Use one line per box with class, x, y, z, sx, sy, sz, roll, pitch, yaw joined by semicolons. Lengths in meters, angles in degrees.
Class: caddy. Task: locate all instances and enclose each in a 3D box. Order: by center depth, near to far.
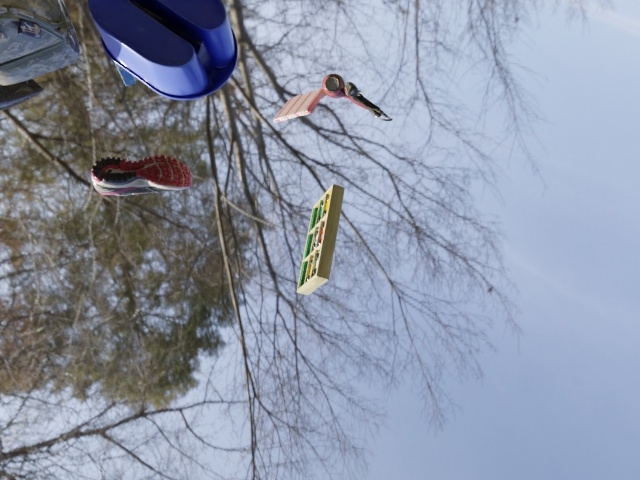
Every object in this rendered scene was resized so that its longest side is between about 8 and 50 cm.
caddy;-0.352;-0.475;1.261;0.341;0.179;0.241;36;-101;5

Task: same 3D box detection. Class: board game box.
board game box;-0.629;-0.610;1.707;0.039;0.160;0.212;-19;-118;-8

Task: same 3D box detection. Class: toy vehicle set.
toy vehicle set;0.000;0.000;1.484;0.035;0.166;0.267;17;-115;-14

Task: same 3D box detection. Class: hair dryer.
hair dryer;0.100;-0.479;1.878;0.080;0.223;0.293;-50;-142;11

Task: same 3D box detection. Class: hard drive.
hard drive;-0.799;-0.374;1.299;0.172;0.054;0.255;43;-155;-7

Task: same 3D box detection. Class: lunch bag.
lunch bag;-0.614;-0.475;1.038;0.212;0.256;0.305;-21;-91;-7

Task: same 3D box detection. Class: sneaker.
sneaker;-0.557;-0.197;1.745;0.299;0.112;0.121;1;-121;-18

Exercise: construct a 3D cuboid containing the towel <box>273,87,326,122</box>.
towel;-0.075;-0.496;2.057;0.197;0.029;0.144;-3;-137;43
